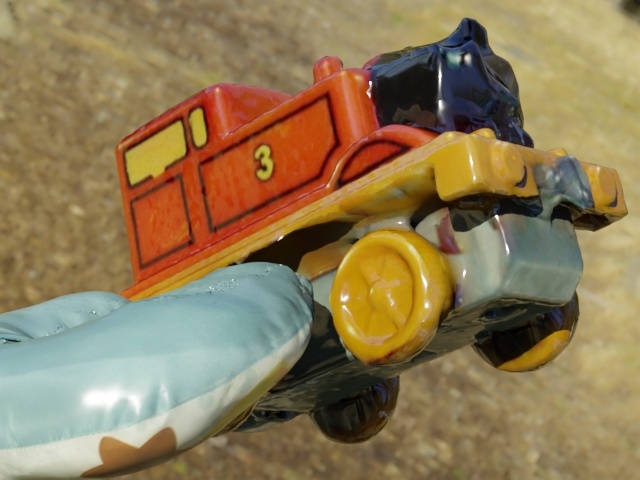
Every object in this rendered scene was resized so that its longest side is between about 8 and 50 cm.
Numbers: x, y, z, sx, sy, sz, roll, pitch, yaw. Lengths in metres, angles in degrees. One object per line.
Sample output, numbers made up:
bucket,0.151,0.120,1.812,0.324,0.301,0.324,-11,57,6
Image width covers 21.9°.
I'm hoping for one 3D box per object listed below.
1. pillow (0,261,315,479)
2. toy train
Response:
pillow,-0.114,0.064,0.901,0.214,0.233,0.086,-42,115,-57
toy train,0.000,0.000,1.032,0.163,0.369,0.231,7,64,-49
